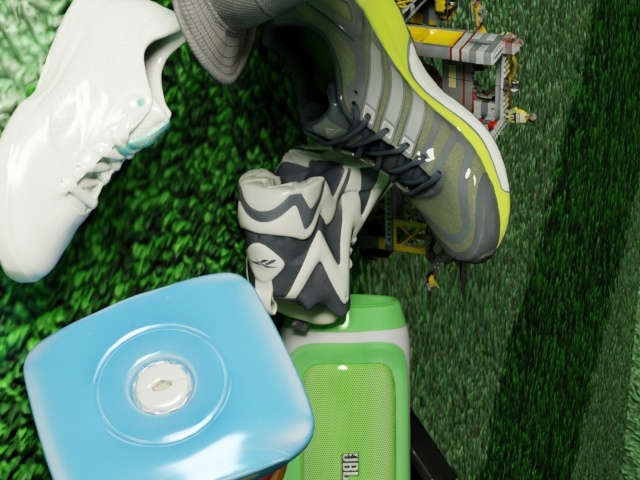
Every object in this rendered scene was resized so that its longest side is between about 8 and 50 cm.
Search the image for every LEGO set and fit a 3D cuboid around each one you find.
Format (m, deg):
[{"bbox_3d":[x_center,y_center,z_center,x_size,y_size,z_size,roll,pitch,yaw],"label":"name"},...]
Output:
[{"bbox_3d":[0.142,-0.125,1.635,0.255,0.192,0.331,-41,136,-59],"label":"LEGO set"}]

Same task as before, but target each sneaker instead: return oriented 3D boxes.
[{"bbox_3d":[0.000,0.000,1.462,0.235,0.094,0.153,-33,131,-63],"label":"sneaker"},{"bbox_3d":[-0.145,-0.069,1.045,0.080,0.094,0.212,59,45,-62],"label":"sneaker"},{"bbox_3d":[0.050,-0.099,1.397,0.121,0.300,0.111,-32,174,-39],"label":"sneaker"}]

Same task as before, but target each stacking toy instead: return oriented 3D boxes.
[{"bbox_3d":[-0.091,0.180,1.167,0.302,0.175,0.166,82,-15,-55],"label":"stacking toy"}]

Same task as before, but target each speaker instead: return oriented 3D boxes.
[{"bbox_3d":[0.023,0.203,1.524,0.131,0.131,0.297,-11,101,-68],"label":"speaker"}]

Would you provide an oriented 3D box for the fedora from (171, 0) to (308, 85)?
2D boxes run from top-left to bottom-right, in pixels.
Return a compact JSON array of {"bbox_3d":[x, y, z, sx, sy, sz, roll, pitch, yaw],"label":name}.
[{"bbox_3d":[-0.034,-0.254,1.101,0.244,0.124,0.275,51,31,-68],"label":"fedora"}]

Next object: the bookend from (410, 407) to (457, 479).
[{"bbox_3d":[0.028,0.224,1.636,0.157,0.156,0.072,57,17,12],"label":"bookend"}]
